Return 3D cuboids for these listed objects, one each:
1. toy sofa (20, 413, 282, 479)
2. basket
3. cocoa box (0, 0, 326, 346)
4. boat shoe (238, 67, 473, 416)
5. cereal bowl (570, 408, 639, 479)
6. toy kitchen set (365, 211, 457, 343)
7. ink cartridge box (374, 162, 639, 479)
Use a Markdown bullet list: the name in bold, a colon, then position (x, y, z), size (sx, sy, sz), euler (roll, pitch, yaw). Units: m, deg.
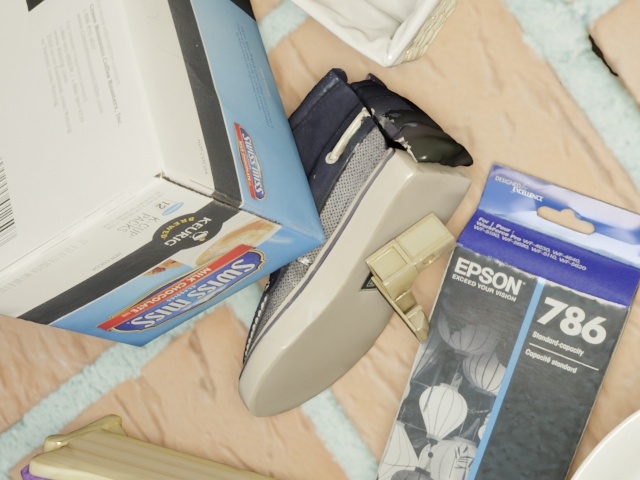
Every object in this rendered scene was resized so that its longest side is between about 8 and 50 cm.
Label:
- **toy sofa**: position (-0.111, 0.297, 1.205), size (0.362, 0.177, 0.150), euler (11, 102, 20)
- **basket**: position (0.041, -0.243, 1.099), size (0.167, 0.103, 0.113), euler (39, 110, 12)
- **cocoa box**: position (-0.183, -0.119, 1.087), size (0.231, 0.228, 0.347), euler (-29, 62, 24)
- **boat shoe**: position (0.000, 0.000, 1.161), size (0.340, 0.127, 0.158), euler (-55, 53, 26)
- **cereal bowl**: position (0.322, 0.265, 0.843), size (0.339, 0.141, 0.339), euler (-12, 61, 22)
- **toy kitchen set**: position (0.095, 0.038, 1.086), size (0.075, 0.083, 0.068), euler (-36, 58, -3)
- **ink cartridge box**: position (0.170, 0.112, 1.115), size (0.165, 0.065, 0.333), euler (20, 104, 14)
